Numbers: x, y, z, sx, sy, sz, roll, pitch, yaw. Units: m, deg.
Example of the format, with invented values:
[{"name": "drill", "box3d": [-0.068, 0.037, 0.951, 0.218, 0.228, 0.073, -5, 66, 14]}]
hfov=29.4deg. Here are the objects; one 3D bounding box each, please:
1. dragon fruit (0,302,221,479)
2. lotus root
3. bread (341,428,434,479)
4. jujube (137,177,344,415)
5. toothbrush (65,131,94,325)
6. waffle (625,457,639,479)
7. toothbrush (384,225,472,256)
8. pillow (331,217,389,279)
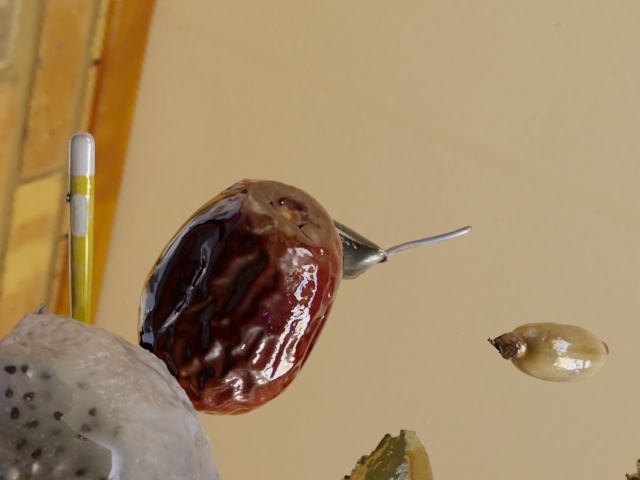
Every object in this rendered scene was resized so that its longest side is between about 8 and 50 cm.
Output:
[{"name": "dragon fruit", "box3d": [-0.158, 0.196, 0.766, 0.204, 0.283, 0.221, 28, -22, -4]}, {"name": "lotus root", "box3d": [0.244, 0.117, 1.277, 0.073, 0.150, 0.062, 1, -97, 60]}, {"name": "bread", "box3d": [-0.023, 0.316, 0.941, 0.233, 0.245, 0.361, -34, -131, 31]}, {"name": "jujube", "box3d": [-0.083, 0.062, 1.197, 0.183, 0.183, 0.243, 43, -56, 17]}, {"name": "toothbrush", "box3d": [-0.189, 0.052, 0.956, 0.021, 0.024, 0.288, 4, -65, -3]}, {"name": "waffle", "box3d": [0.352, 0.351, 1.322, 0.051, 0.291, 0.291, -6, -78, 31]}, {"name": "toothbrush", "box3d": [0.097, 0.013, 1.519, 0.193, 0.013, 0.019, -18, -92, -3]}, {"name": "pillow", "box3d": [-0.001, 0.002, 1.331, 0.136, 0.055, 0.091, 33, -57, -15]}]
